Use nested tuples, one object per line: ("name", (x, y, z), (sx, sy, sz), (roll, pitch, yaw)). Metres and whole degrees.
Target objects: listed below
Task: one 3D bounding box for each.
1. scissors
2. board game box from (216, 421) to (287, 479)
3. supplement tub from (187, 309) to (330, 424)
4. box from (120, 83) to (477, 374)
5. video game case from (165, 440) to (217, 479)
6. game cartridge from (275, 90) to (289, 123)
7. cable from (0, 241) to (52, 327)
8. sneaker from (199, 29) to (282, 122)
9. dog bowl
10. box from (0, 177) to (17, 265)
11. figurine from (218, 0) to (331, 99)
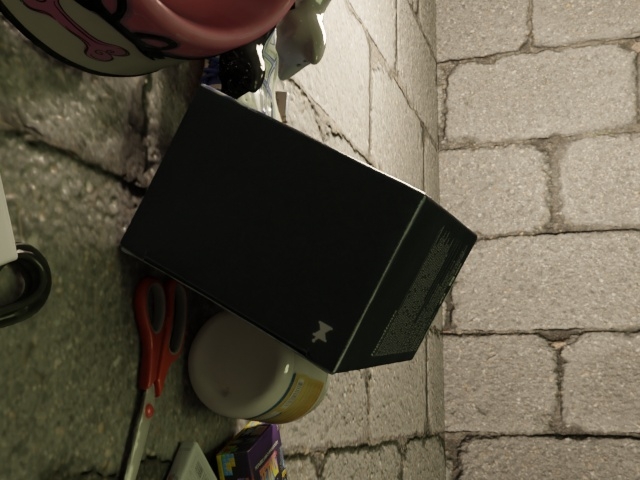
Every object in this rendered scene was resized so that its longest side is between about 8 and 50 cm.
("scissors", (-0.192, 0.181, 0.918), (0.109, 0.021, 0.297), (45, 43, -66))
("board game box", (-0.088, 0.339, 1.106), (0.170, 0.048, 0.141), (-14, 96, -80))
("supplement tub", (-0.074, 0.174, 1.076), (0.199, 0.144, 0.145), (40, 49, -65))
("box", (0.000, 0.000, 1.008), (0.212, 0.293, 0.395), (-63, 161, 4))
("video game case", (-0.158, 0.399, 0.976), (0.206, 0.026, 0.227), (-72, 153, -48))
("game cartridge", (-0.086, -0.198, 1.203), (0.017, 0.083, 0.056), (35, 54, -61))
("cable", (-0.302, 0.087, 0.603), (0.139, 0.072, 0.287), (53, 22, -31))
("sneaker", (-0.113, -0.225, 1.088), (0.131, 0.111, 0.297), (-35, 119, -68))
("dog bowl", (-0.146, -0.361, 0.763), (0.408, 0.150, 0.408), (-27, 123, -52))
("box", (-0.295, -0.007, 0.476), (0.170, 0.130, 0.091), (-37, 121, -68))
("figurine", (-0.042, -0.278, 0.968), (0.092, 0.214, 0.210), (25, 72, -32))
